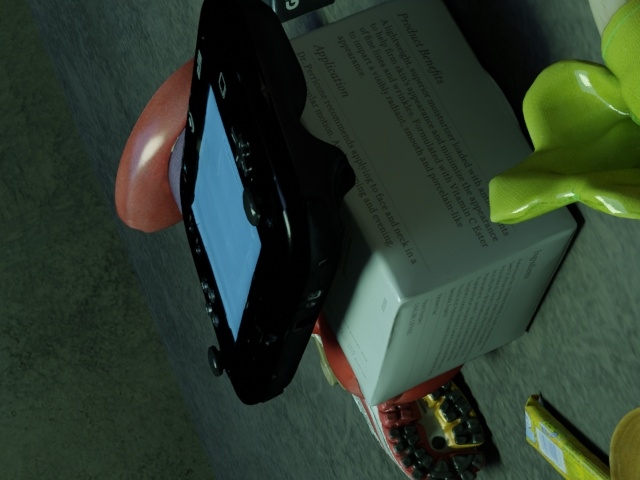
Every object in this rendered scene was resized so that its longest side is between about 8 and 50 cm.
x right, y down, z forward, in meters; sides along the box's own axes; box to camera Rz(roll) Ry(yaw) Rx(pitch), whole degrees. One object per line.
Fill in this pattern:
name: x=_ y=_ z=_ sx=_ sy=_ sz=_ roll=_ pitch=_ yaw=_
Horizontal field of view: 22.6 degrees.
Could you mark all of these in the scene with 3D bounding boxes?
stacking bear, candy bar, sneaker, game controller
stacking bear: x=0.000 y=0.000 z=1.153 sx=0.289 sy=0.175 sz=0.164 roll=49 pitch=149 yaw=30
candy bar: x=0.170 y=0.146 z=1.008 sx=0.161 sy=0.018 sz=0.040 roll=-135 pitch=30 yaw=-59
sneaker: x=0.048 y=0.098 z=1.253 sx=0.093 sy=0.088 sz=0.225 roll=107 pitch=140 yaw=-75
game controller: x=-0.045 y=-0.014 z=0.950 sx=0.166 sy=0.067 sz=0.319 roll=63 pitch=163 yaw=16

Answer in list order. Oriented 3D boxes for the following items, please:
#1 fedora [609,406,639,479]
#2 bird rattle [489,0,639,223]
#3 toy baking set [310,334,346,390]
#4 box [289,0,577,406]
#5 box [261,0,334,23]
fedora: x=0.189 y=0.182 z=0.848 sx=0.194 sy=0.079 sz=0.194 roll=56 pitch=164 yaw=26
bird rattle: x=0.142 y=-0.081 z=0.513 sx=0.253 sy=0.143 sz=0.207 roll=177 pitch=78 yaw=-74
toy baking set: x=-0.031 y=0.044 z=1.586 sx=0.256 sy=0.030 sz=0.196 roll=56 pitch=163 yaw=38
box: x=0.049 y=-0.024 z=0.979 sx=0.181 sy=0.119 sz=0.182 roll=62 pitch=165 yaw=21
box: x=-0.051 y=-0.284 z=1.092 sx=0.175 sy=0.051 sz=0.220 roll=59 pitch=164 yaw=32
